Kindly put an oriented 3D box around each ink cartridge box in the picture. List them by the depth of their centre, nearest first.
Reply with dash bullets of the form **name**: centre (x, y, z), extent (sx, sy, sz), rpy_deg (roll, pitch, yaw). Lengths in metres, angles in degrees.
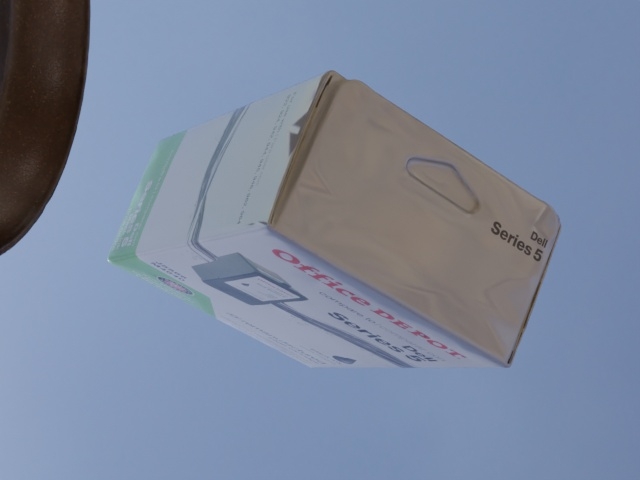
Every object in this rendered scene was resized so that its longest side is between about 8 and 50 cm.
- **ink cartridge box**: centre (0.000, 0.000, 0.924), extent (0.273, 0.198, 0.115), rpy_deg (-10, -126, 61)

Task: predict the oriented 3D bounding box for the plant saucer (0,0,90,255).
- **plant saucer**: centre (-0.196, -0.141, 0.635), extent (0.050, 0.310, 0.310), rpy_deg (-1, -137, 14)
